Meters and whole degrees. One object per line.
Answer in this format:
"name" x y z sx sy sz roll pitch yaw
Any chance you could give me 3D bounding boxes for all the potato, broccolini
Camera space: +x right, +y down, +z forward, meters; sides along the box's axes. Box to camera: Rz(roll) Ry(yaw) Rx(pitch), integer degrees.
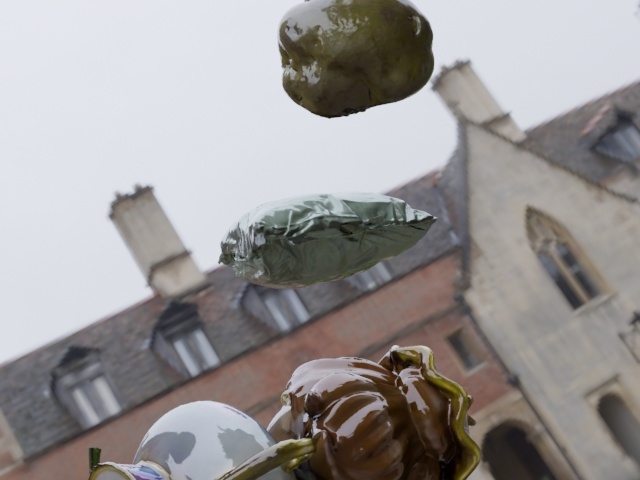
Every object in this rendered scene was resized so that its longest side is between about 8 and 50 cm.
"potato" 0.044 -0.243 1.407 0.201 0.137 0.154 -10 -53 2
"broccolini" -0.287 0.332 1.400 0.035 0.139 0.030 -12 -10 44

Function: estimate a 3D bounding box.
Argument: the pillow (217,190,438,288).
"pillow" 0.000 0.000 1.699 0.284 0.138 0.310 -6 -5 -17

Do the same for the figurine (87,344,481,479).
"figurine" -0.011 0.153 0.721 0.264 0.142 0.189 -14 -16 -35
